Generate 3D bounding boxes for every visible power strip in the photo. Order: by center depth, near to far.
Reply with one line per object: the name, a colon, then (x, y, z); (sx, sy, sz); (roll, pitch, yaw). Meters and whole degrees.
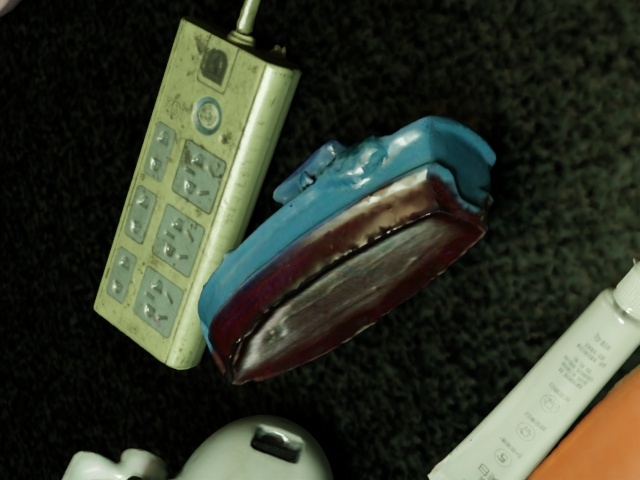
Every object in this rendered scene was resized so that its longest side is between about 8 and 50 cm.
power strip: (-0.079, -0.044, 0.704); (0.092, 0.034, 0.267); (33, 113, 30)

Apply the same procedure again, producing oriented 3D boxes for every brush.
brush: (0.153, 0.127, 0.548); (0.070, 0.051, 0.323); (51, 124, 29)

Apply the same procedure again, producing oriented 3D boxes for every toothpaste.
toothpaste: (0.123, 0.083, 0.575); (0.048, 0.031, 0.190); (45, 122, 21)

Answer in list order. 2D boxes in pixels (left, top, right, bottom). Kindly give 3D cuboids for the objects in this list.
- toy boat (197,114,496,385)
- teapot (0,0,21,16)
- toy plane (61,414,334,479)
toy boat: (0.000, 0.000, 0.618); (0.223, 0.100, 0.097); (-38, 48, 33)
teapot: (-0.283, -0.240, 0.788); (0.146, 0.116, 0.148); (-46, 64, 19)
toy plane: (-0.060, 0.216, 0.619); (0.252, 0.252, 0.118); (52, 153, 20)
